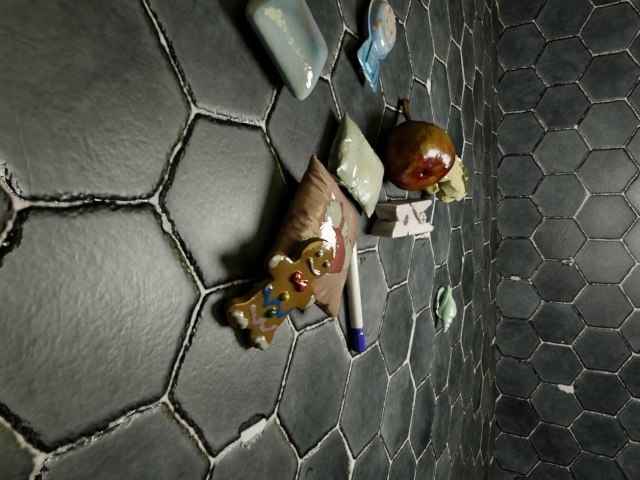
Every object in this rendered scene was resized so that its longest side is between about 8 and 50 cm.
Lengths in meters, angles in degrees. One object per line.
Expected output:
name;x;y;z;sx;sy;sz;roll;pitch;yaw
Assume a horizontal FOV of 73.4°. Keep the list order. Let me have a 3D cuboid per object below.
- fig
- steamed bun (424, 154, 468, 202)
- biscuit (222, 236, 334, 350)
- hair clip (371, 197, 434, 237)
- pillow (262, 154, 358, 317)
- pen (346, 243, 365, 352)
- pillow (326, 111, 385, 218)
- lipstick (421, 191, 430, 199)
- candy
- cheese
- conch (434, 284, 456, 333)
fig;0.262;-0.271;1.120;0.190;0.191;0.290;46;55;-49
steamed bun;0.382;-0.216;1.381;0.192;0.106;0.177;33;48;-29
biscuit;-0.052;0.074;0.679;0.205;0.031;0.138;-44;132;-16
hair clip;0.235;-0.064;1.168;0.331;0.085;0.101;-12;110;-61
pillow;0.000;0.000;0.788;0.223;0.084;0.236;41;59;-49
pen;0.076;0.124;0.970;0.033;0.033;0.268;-23;111;-56
pillow;0.086;-0.160;0.960;0.230;0.050;0.148;41;64;-56
lipstick;0.345;-0.141;1.405;0.176;0.027;0.027;-61;139;-36
candy;-0.048;-0.340;0.709;0.174;0.071;0.138;51;49;-46
cheese;0.135;-0.482;1.021;0.135;0.052;0.244;46;53;-50
conch;0.449;0.250;1.571;0.065;0.088;0.180;131;-34;-69
